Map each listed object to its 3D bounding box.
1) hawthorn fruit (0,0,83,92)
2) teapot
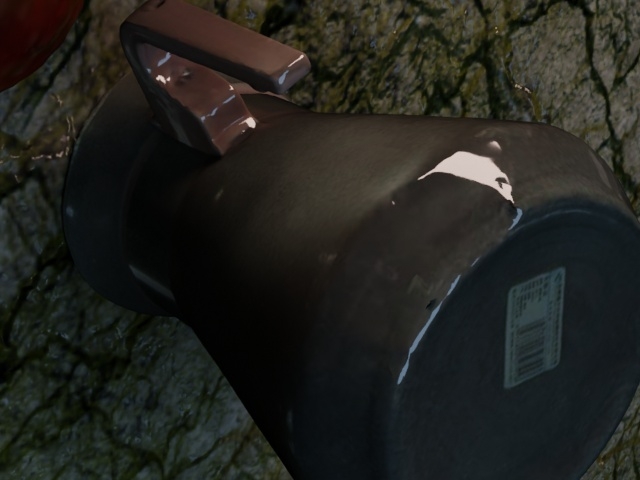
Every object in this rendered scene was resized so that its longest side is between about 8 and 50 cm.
[{"bbox_3d":[-0.237,-0.182,0.626,0.275,0.275,0.300,-32,116,-26],"label":"hawthorn fruit"},{"bbox_3d":[0.000,0.000,0.853,0.253,0.344,0.300,-40,131,-22],"label":"teapot"}]
